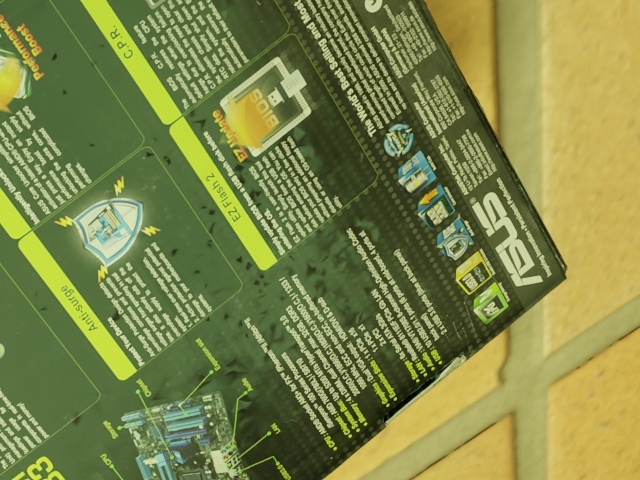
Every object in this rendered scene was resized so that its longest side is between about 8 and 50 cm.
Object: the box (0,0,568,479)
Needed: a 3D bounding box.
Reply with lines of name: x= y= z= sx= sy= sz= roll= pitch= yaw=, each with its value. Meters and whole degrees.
box: x=-0.042 y=-0.006 z=0.521 sx=0.184 sy=0.045 sz=0.190 roll=-38 pitch=123 yaw=-7
